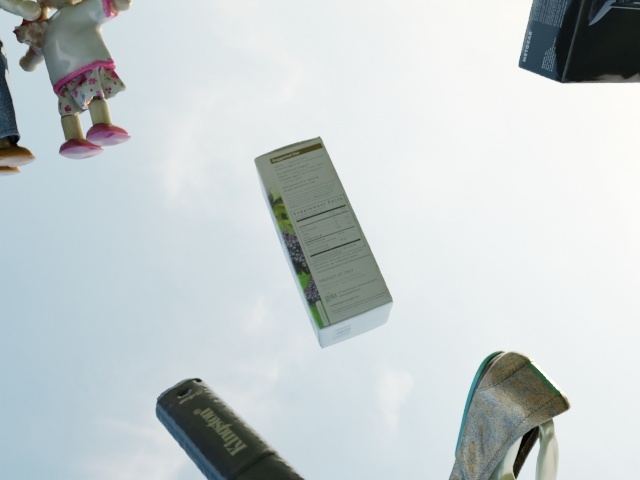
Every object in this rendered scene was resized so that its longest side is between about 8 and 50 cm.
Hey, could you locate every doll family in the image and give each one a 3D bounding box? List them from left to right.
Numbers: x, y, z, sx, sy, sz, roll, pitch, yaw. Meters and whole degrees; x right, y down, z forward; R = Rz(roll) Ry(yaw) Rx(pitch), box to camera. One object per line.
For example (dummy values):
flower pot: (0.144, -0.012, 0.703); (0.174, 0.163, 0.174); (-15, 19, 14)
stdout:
doll family: (-0.257, -0.119, 0.435); (0.118, 0.263, 0.163); (-8, -99, -60)

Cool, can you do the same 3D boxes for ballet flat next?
ballet flat: (0.183, 0.267, 0.658); (0.108, 0.316, 0.106); (-18, -143, -38)

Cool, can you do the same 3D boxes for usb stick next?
usb stick: (-0.106, 0.237, 0.708); (0.077, 0.045, 0.278); (-34, -146, -24)

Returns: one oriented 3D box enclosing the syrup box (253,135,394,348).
syrup box: (0.000, 0.000, 0.767); (0.096, 0.093, 0.236); (-20, -112, -8)

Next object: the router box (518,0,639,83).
router box: (0.353, -0.318, 0.622); (0.243, 0.308, 0.081); (-5, -150, -20)
